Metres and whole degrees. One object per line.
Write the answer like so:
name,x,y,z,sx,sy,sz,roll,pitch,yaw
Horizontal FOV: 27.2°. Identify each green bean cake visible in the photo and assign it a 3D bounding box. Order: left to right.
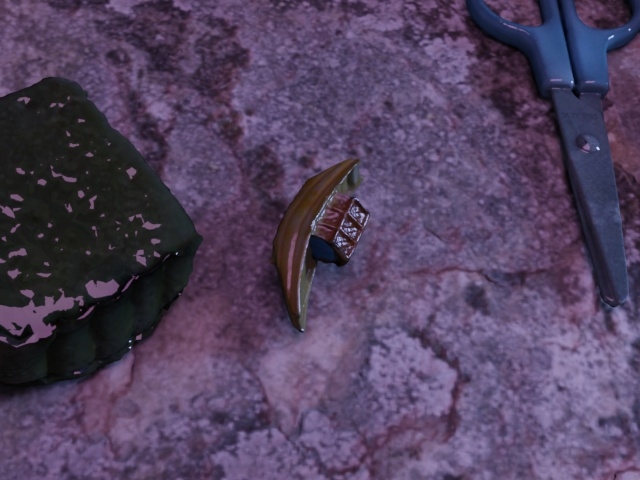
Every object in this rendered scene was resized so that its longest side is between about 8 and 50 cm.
green bean cake,-0.237,0.000,1.099,0.223,0.125,0.227,-31,65,-28

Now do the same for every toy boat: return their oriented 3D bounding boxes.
toy boat,0.000,0.000,1.163,0.066,0.065,0.172,15,58,15

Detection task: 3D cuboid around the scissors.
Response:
scissors,0.256,-0.124,1.306,0.193,0.029,0.447,1,54,-6
